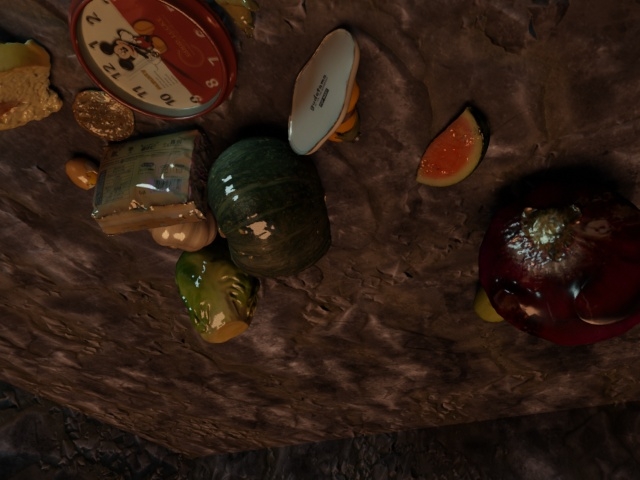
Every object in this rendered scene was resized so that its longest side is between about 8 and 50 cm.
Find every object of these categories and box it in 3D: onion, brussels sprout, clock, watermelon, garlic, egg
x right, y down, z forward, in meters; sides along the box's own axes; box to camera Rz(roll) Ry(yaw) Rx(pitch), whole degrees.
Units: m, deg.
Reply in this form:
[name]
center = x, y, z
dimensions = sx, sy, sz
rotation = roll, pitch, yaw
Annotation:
[onion]
center = 0.605, 0.069, 1.281
dimensions = 0.398, 0.399, 0.420
rotation = -14, 162, 22
[brussels sprout]
center = -0.290, 0.138, 1.495
dimensions = 0.227, 0.295, 0.259
rotation = -22, 155, 5
[clock]
center = -0.313, -0.362, 0.989
dimensions = 0.318, 0.080, 0.319
rotation = 6, 148, 4
[watermelon]
center = 0.306, -0.199, 1.175
dimensions = 0.119, 0.063, 0.245
rotation = 29, 144, -2
[garlic]
center = -0.334, -0.092, 1.304
dimensions = 0.199, 0.199, 0.226
rotation = 23, 108, -23
[egg]
center = -0.581, -0.167, 1.272
dimensions = 0.071, 0.071, 0.083
rotation = -17, 135, 25

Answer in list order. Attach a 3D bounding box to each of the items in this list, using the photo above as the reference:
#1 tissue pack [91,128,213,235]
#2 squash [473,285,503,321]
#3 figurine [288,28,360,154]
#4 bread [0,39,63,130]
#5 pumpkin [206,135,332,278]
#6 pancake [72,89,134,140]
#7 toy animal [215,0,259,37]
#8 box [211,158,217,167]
[tissue pack]
center = -0.383, -0.135, 1.179
dimensions = 0.256, 0.215, 0.123
rotation = -6, 153, 11
[squash]
center = 0.546, 0.168, 1.559
dimensions = 0.132, 0.133, 0.247
rotation = 12, 141, -10
[figurine]
center = 0.048, -0.280, 1.043
dimensions = 0.141, 0.167, 0.250
rotation = 3, 135, -38
[bread]
center = -0.688, -0.345, 1.050
dimensions = 0.211, 0.224, 0.184
rotation = 47, 148, 12
[pumpkin]
center = -0.110, -0.070, 1.190
dimensions = 0.257, 0.292, 0.328
rotation = -19, 152, -5
[pancake]
center = -0.483, -0.278, 1.159
dimensions = 0.139, 0.022, 0.140
rotation = 2, 143, 2
[toy animal]
center = -0.179, -0.445, 0.879
dimensions = 0.218, 0.103, 0.101
rotation = 28, 155, -31
[box]
center = -0.293, -0.160, 1.255
dimensions = 0.148, 0.073, 0.020
rotation = -3, 151, 7
